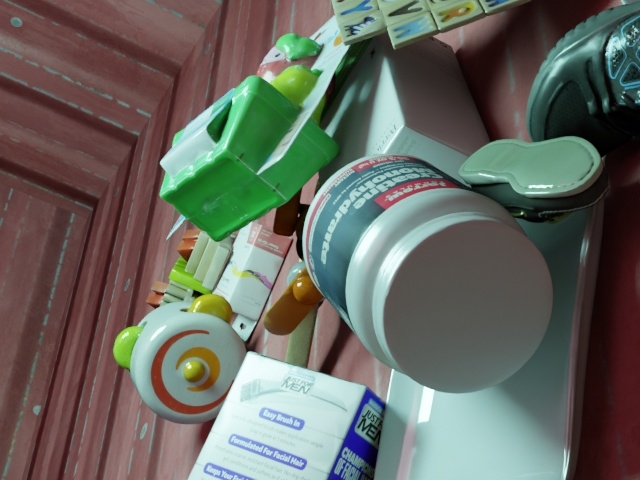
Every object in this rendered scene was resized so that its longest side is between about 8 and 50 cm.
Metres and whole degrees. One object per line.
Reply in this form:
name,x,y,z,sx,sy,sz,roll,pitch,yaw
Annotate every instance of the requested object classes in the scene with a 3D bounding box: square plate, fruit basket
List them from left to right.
fruit basket,-0.075,-0.184,1.551,0.327,0.165,0.353,-27,35,51
square plate,0.178,0.127,1.195,0.347,0.049,0.344,-35,38,55

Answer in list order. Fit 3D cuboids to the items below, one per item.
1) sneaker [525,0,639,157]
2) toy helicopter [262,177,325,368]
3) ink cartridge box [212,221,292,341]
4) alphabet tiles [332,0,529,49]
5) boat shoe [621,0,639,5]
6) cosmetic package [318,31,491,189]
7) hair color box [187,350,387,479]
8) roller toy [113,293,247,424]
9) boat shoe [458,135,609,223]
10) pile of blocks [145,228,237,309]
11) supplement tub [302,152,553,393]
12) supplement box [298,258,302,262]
sneaker,0.313,-0.156,1.057,0.341,0.125,0.140,-45,31,47
toy helicopter,-0.015,0.087,1.592,0.235,0.140,0.355,-93,13,-82
ink cartridge box,-0.132,0.069,2.006,0.198,0.067,0.115,-67,20,-2
alphabet tiles,0.181,-0.341,1.437,0.342,0.011,0.285,-19,33,7
boat shoe,0.360,-0.312,1.233,0.040,0.049,0.142,49,-120,-75
cosmetic package,0.102,-0.139,1.523,0.197,0.155,0.365,-57,21,26
hair color box,-0.063,0.317,1.323,0.185,0.110,0.339,12,70,37
roller toy,-0.222,0.205,1.911,0.209,0.191,0.146,-29,15,-12
boat shoe,0.221,-0.056,1.130,0.081,0.069,0.228,-41,19,-10
pile of blocks,-0.270,0.109,2.143,0.149,0.112,0.362,-70,5,-50
supplement tub,0.101,0.026,1.149,0.191,0.191,0.272,-64,20,7
supplement box,0.000,0.000,1.796,0.062,0.036,0.098,-38,34,52
